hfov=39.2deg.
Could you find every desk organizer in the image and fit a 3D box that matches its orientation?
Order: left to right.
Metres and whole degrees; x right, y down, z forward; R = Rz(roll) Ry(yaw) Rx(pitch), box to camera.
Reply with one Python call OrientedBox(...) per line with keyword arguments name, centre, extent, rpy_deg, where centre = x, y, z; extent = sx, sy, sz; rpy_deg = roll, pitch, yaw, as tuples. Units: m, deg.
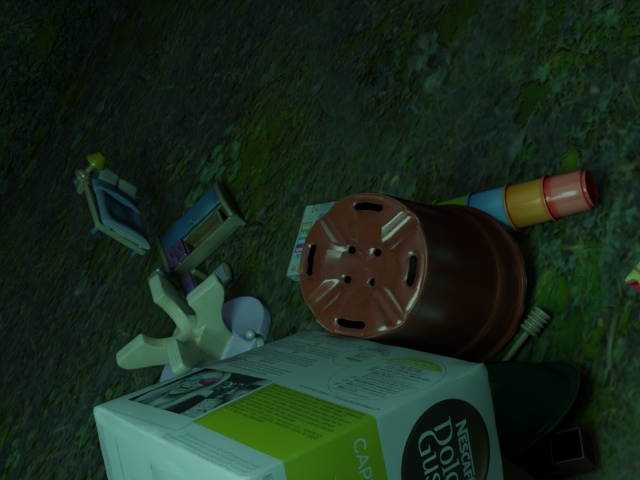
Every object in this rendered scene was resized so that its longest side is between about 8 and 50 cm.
OrientedBox(name="desk organizer", centre=(0.297, 0.288, 1.187), extent=(0.130, 0.050, 0.047), rpy_deg=(-23, 48, 30))

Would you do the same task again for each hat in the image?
OrientedBox(name="hat", centre=(0.211, 0.174, 1.204), extent=(0.208, 0.183, 0.173), rpy_deg=(-42, 13, -5))

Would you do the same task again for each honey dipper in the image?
OrientedBox(name="honey dipper", centre=(0.278, 0.168, 1.313), extent=(0.160, 0.030, 0.030), rpy_deg=(-54, 40, 2))

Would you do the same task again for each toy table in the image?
OrientedBox(name="toy table", centre=(-0.242, 0.186, 1.688), extent=(0.274, 0.161, 0.252), rpy_deg=(-47, 40, 4))

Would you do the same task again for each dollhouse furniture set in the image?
OrientedBox(name="dollhouse furniture set", centre=(-0.325, -0.052, 1.830), extent=(0.198, 0.303, 0.286), rpy_deg=(-43, 41, 11))

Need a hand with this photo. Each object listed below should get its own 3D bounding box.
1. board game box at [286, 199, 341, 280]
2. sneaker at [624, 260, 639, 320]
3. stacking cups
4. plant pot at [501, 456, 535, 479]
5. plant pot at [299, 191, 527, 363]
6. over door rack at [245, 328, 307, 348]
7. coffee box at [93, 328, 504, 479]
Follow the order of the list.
OrientedBox(name="board game box", centre=(0.000, 0.000, 1.699), extent=(0.103, 0.026, 0.154), rpy_deg=(-8, 56, 40))
OrientedBox(name="sneaker", centre=(0.465, 0.095, 1.162), extent=(0.094, 0.081, 0.208), rpy_deg=(-42, 34, 22))
OrientedBox(name="stacking cups", centre=(0.276, -0.039, 1.423), extent=(0.316, 0.096, 0.096), rpy_deg=(-13, 53, 35))
OrientedBox(name="plant pot", centre=(0.212, 0.354, 1.135), extent=(0.237, 0.110, 0.237), rpy_deg=(26, 124, 46))
OrientedBox(name="plant pot", centre=(0.122, 0.053, 1.298), extent=(0.272, 0.265, 0.272), rpy_deg=(-8, 76, 32))
OrientedBox(name="over door rack", centre=(-0.057, 0.272, 1.407), extent=(0.239, 0.108, 0.324), rpy_deg=(-1, 48, 24))
OrientedBox(name="coffee box", centre=(-0.011, 0.324, 1.041), extent=(0.338, 0.334, 0.337), rpy_deg=(3, 106, 53))
